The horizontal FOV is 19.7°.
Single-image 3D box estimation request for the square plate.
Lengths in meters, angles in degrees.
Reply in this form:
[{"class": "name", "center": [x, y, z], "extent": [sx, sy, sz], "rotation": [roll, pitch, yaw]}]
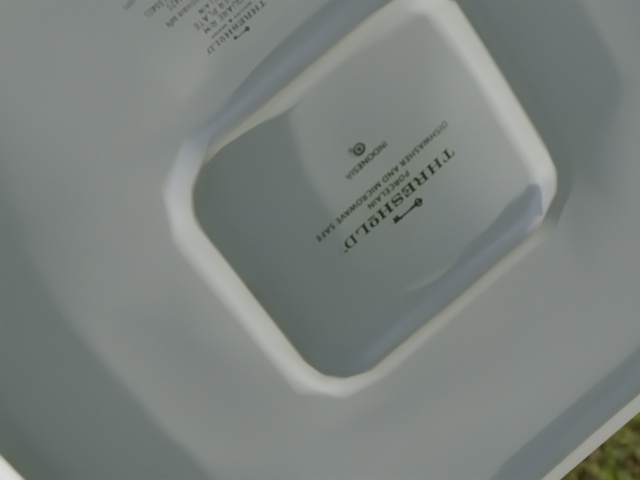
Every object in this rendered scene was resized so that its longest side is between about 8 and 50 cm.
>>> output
[{"class": "square plate", "center": [0.006, -0.021, 0.541], "extent": [0.344, 0.347, 0.049], "rotation": [53, 173, -36]}]
